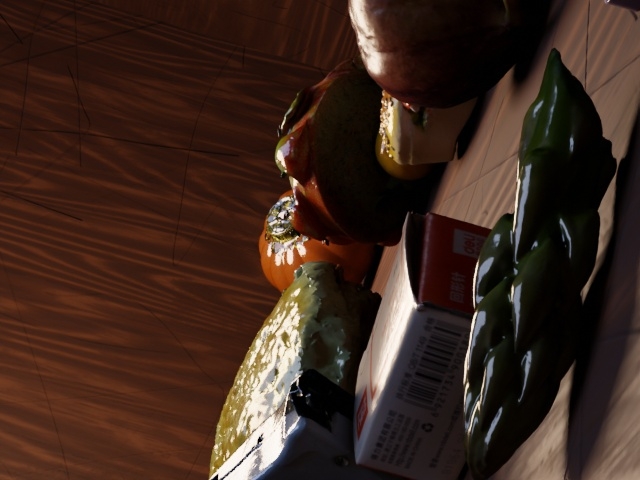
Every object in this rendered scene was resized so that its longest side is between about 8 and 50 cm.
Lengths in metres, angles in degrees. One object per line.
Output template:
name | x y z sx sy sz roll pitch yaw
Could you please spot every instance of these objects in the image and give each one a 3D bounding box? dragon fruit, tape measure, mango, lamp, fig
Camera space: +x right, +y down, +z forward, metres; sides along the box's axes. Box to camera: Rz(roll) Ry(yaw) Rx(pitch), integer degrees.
dragon fruit | 0.051 -0.113 1.856 0.295 0.130 0.268 -23 -83 -58
tape measure | 0.005 0.225 1.169 0.182 0.181 0.107 -52 16 28
mango | 0.127 -0.143 1.780 0.184 0.085 0.102 -51 -37 -58
lamp | 0.000 0.000 2.250 0.223 0.196 0.223 -26 48 32
fig | 0.147 -0.226 1.345 0.249 0.186 0.203 21 121 46

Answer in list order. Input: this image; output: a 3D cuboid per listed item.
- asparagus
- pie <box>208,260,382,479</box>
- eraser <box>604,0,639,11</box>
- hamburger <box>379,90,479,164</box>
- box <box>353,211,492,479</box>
asparagus | 0.140 0.014 0.854 0.080 0.080 0.287 123 166 -79
pie | -0.030 0.226 1.699 0.418 0.180 0.395 -73 6 -71
eraser | 0.223 -0.205 0.908 0.105 0.026 0.065 114 169 -64
hamburger | 0.132 -0.190 1.629 0.173 0.116 0.210 106 178 -48
box | 0.091 0.086 1.078 0.133 0.099 0.182 -81 7 -53
